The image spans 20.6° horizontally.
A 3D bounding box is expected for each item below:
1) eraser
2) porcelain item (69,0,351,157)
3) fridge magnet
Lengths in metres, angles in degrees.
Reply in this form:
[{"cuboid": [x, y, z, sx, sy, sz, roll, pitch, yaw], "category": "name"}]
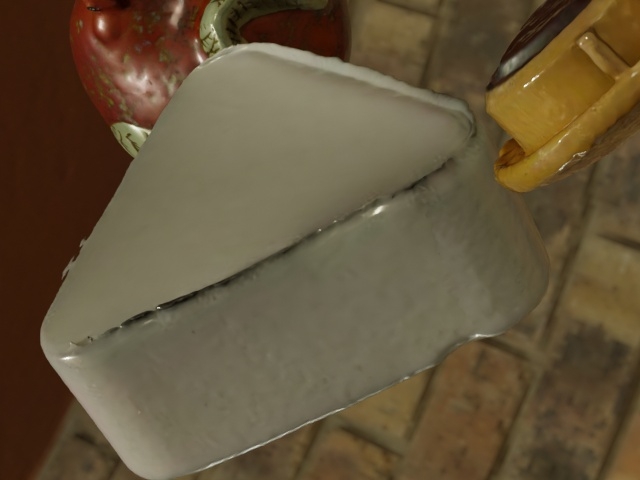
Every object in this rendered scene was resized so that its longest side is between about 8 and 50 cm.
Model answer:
[{"cuboid": [0.000, 0.000, 1.219, 0.331, 0.331, 0.150, -49, -54, -25], "category": "eraser"}, {"cuboid": [-0.108, -0.174, 1.473, 0.253, 0.253, 0.253, -30, -50, -42], "category": "porcelain item"}, {"cuboid": [0.120, -0.078, 0.724, 0.143, 0.063, 0.143, -47, 6, 7], "category": "fridge magnet"}]
